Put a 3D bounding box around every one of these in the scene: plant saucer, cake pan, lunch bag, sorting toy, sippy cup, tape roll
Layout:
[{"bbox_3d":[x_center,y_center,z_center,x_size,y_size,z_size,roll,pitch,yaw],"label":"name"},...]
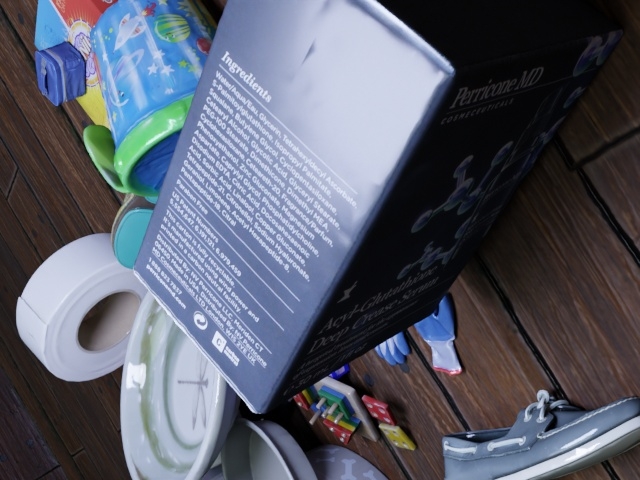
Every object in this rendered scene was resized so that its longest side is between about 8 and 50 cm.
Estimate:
[{"bbox_3d":[-0.225,0.243,1.458,0.400,0.100,0.401,-22,63,52],"label":"plant saucer"},{"bbox_3d":[-0.074,0.426,1.409,0.293,0.054,0.293,32,130,49],"label":"cake pan"},{"bbox_3d":[-0.441,-0.276,1.430,0.067,0.065,0.098,41,141,27],"label":"lunch bag"},{"bbox_3d":[0.019,0.267,1.330,0.274,0.046,0.132,17,146,40],"label":"sorting toy"},{"bbox_3d":[-0.200,-0.212,1.164,0.240,0.305,0.224,82,163,-76],"label":"sippy cup"},{"bbox_3d":[-0.434,0.130,1.642,0.100,0.286,0.286,38,140,30],"label":"tape roll"}]

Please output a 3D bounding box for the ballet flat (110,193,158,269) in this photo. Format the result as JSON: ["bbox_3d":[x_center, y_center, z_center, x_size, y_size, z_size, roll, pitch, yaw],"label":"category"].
[{"bbox_3d":[-0.273,-0.086,1.433,0.123,0.123,0.349,49,140,17],"label":"ballet flat"}]

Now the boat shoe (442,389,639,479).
[{"bbox_3d":[0.248,0.229,0.989,0.319,0.116,0.099,-44,54,48],"label":"boat shoe"}]

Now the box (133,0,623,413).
[{"bbox_3d":[0.041,-0.078,0.805,0.212,0.293,0.396,44,130,21],"label":"box"}]

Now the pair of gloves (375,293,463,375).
[{"bbox_3d":[0.109,0.106,1.157,0.198,0.023,0.159,-1,113,52],"label":"pair of gloves"}]

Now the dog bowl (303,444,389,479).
[{"bbox_3d":[0.049,0.506,1.458,0.348,0.102,0.349,32,136,36],"label":"dog bowl"}]

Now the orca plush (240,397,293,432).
[{"bbox_3d":[-0.116,0.248,1.480,0.151,0.102,0.287,42,142,25],"label":"orca plush"}]

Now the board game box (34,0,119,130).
[{"bbox_3d":[-0.358,-0.307,1.419,0.316,0.064,0.242,51,145,14],"label":"board game box"}]

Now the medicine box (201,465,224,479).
[{"bbox_3d":[-0.226,0.626,1.860,0.263,0.149,0.289,-12,104,55],"label":"medicine box"}]

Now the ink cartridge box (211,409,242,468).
[{"bbox_3d":[-0.255,0.306,1.684,0.261,0.066,0.296,-41,68,54],"label":"ink cartridge box"}]

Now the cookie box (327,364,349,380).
[{"bbox_3d":[-0.013,0.165,1.341,0.107,0.040,0.092,9,123,48],"label":"cookie box"}]
